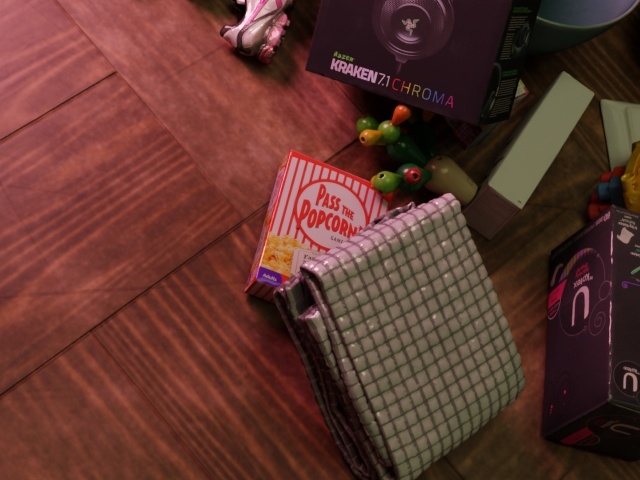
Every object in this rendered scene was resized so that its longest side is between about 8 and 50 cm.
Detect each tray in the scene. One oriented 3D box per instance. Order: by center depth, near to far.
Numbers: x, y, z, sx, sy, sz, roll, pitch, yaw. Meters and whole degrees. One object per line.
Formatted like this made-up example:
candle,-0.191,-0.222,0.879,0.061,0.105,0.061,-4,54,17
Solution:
tray,0.541,-0.134,1.958,0.270,0.030,0.145,6,65,-20

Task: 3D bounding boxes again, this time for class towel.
towel,0.091,0.114,1.568,0.235,0.121,0.284,-30,102,-30

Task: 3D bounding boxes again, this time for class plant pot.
plant pot,0.284,-0.374,1.866,0.290,0.195,0.290,7,66,-17

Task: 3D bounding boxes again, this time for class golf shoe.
golf shoe,-0.072,-0.326,1.778,0.086,0.067,0.186,24,59,-8

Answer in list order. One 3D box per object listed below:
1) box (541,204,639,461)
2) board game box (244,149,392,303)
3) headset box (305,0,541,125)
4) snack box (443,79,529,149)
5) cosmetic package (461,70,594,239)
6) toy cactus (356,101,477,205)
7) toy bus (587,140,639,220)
box,0.384,0.119,1.691,0.143,0.165,0.270,16,61,-15
board game box,0.000,0.000,1.662,0.146,0.045,0.193,21,60,-14
headset box,0.144,-0.315,1.663,0.246,0.283,0.131,21,17,20
snack box,0.209,-0.199,1.787,0.037,0.141,0.100,-25,77,-29
cosmetic package,0.278,-0.117,1.802,0.060,0.099,0.239,38,57,-2
toy cactus,0.129,-0.116,1.724,0.180,0.112,0.219,34,26,-13
toy bus,0.476,-0.081,1.826,0.220,0.211,0.149,-54,132,-51
